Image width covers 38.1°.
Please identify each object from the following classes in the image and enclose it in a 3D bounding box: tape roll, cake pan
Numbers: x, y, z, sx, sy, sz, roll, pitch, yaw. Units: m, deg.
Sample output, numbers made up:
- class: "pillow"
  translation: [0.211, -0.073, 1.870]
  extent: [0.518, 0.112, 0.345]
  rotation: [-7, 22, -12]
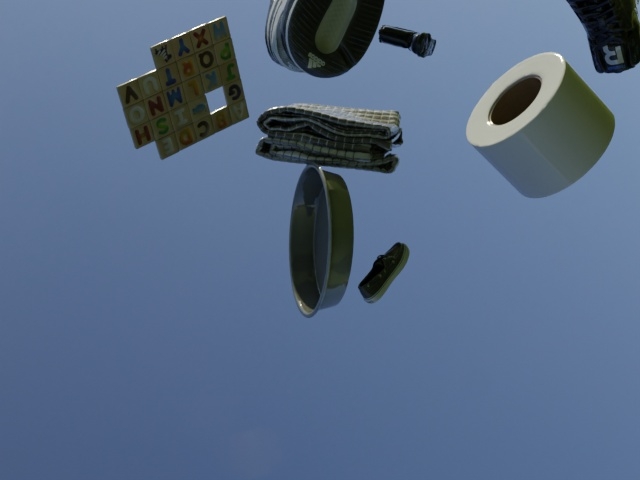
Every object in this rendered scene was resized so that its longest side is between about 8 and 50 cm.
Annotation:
- class: "tape roll"
  translation: [0.437, -0.229, 1.851]
  extent: [0.169, 0.246, 0.246]
  rotation: [40, -138, -22]
- class: "cake pan"
  translation: [0.000, 0.000, 1.752]
  extent: [0.054, 0.293, 0.293]
  rotation: [2, -120, -16]

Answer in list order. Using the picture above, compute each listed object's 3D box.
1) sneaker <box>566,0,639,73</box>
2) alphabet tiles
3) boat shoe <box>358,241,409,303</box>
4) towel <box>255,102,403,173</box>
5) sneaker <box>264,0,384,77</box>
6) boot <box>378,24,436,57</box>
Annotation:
- class: "sneaker"
  translation: [0.340, -0.261, 1.092]
  extent: [0.216, 0.079, 0.121]
  rotation: [-1, -98, -58]
- class: "alphabet tiles"
  translation: [-0.240, -0.260, 1.628]
  extent: [0.237, 0.009, 0.198]
  rotation: [-31, -53, -28]
- class: "boat shoe"
  translation: [0.113, 0.049, 1.647]
  extent: [0.040, 0.049, 0.142]
  rotation: [52, -126, -25]
- class: "towel"
  translation: [0.028, -0.214, 1.882]
  extent: [0.235, 0.283, 0.121]
  rotation: [-46, -37, -78]
- class: "sneaker"
  translation: [0.041, -0.456, 1.405]
  extent: [0.169, 0.257, 0.448]
  rotation: [33, -93, -26]
- class: "boot"
  translation: [0.152, -0.366, 1.683]
  extent: [0.099, 0.045, 0.121]
  rotation: [20, -166, 14]
